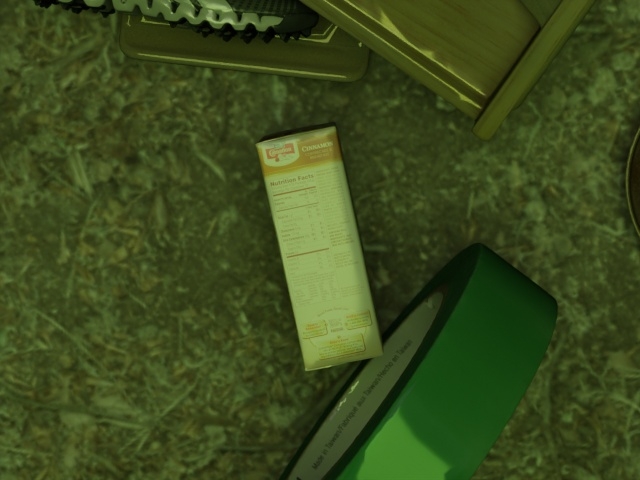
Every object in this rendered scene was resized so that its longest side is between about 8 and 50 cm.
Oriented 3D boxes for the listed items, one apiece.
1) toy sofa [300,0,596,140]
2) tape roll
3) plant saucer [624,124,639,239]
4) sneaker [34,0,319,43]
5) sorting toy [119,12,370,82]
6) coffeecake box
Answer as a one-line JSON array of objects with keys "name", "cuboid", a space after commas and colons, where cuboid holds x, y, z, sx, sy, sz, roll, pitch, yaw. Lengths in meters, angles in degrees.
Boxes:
[{"name": "toy sofa", "cuboid": [0.043, -0.253, 1.265, 0.362, 0.177, 0.150, 34, 116, -1]}, {"name": "tape roll", "cuboid": [0.057, 0.150, 1.240, 0.077, 0.321, 0.321, 37, 95, -2]}, {"name": "plant saucer", "cuboid": [0.355, -0.052, 1.357, 0.198, 0.036, 0.199, 0, 97, 1]}, {"name": "sneaker", "cuboid": [-0.113, -0.221, 1.285, 0.234, 0.078, 0.106, 10, 94, 2]}, {"name": "sorting toy", "cuboid": [-0.007, -0.250, 1.344, 0.307, 0.041, 0.229, 6, 92, 0]}, {"name": "coffeecake box", "cuboid": [0.000, 0.000, 1.315, 0.068, 0.142, 0.186, -12, 95, 2]}]
